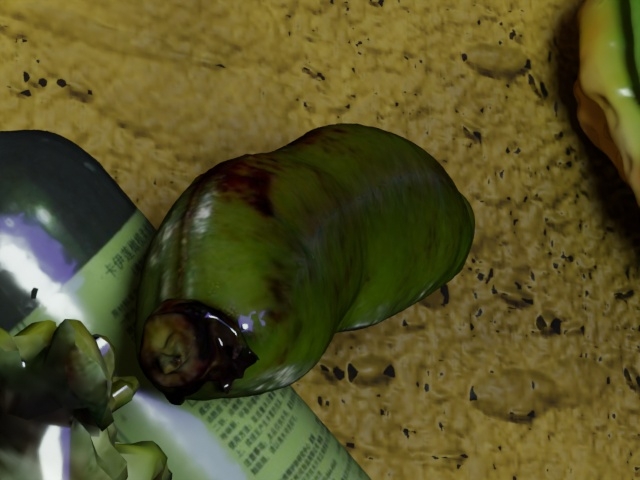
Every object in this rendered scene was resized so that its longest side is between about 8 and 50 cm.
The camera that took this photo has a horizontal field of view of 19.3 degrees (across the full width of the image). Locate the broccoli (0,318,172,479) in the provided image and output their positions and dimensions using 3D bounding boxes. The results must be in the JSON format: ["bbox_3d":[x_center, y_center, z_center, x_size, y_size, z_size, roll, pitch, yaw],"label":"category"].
[{"bbox_3d":[-0.156,0.168,0.501,0.324,0.272,0.334,37,59,-33],"label":"broccoli"}]

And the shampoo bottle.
[{"bbox_3d":[-0.089,0.038,0.671,0.284,0.101,0.101,50,55,-9],"label":"shampoo bottle"}]

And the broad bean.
[{"bbox_3d":[0.000,0.000,0.680,0.077,0.061,0.339,62,25,0],"label":"broad bean"}]

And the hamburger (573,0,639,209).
[{"bbox_3d":[0.220,-0.063,0.875,0.237,0.149,0.237,16,55,-24],"label":"hamburger"}]
